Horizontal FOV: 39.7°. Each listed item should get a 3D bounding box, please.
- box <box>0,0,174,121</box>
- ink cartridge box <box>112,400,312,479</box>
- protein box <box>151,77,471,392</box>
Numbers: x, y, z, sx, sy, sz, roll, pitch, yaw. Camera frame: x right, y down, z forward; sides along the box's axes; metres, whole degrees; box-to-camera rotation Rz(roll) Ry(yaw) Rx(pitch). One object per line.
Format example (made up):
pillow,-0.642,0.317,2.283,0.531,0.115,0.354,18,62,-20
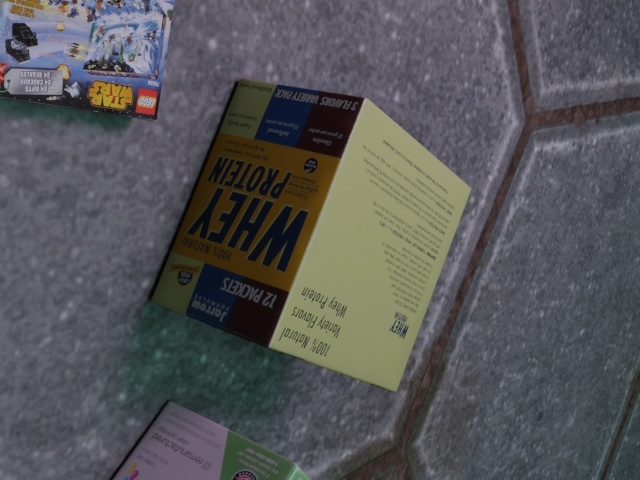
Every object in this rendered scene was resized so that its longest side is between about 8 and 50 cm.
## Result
box,-0.164,-0.136,0.601,0.137,0.027,0.093,2,100,-51
ink cartridge box,-0.112,0.257,0.705,0.212,0.154,0.093,-55,138,-21
protein box,0.000,0.000,0.763,0.200,0.136,0.201,29,80,-52
